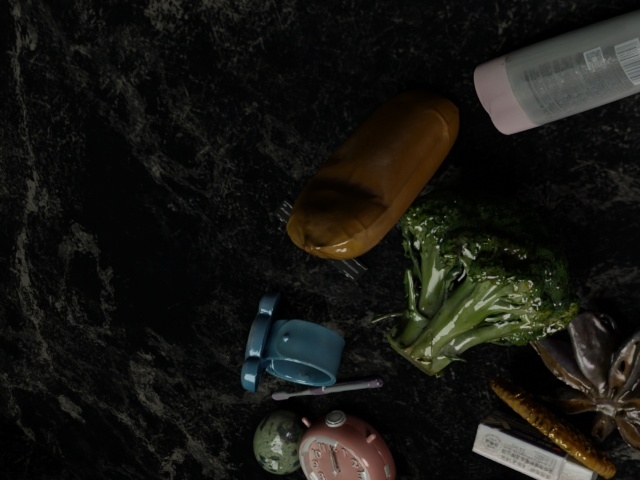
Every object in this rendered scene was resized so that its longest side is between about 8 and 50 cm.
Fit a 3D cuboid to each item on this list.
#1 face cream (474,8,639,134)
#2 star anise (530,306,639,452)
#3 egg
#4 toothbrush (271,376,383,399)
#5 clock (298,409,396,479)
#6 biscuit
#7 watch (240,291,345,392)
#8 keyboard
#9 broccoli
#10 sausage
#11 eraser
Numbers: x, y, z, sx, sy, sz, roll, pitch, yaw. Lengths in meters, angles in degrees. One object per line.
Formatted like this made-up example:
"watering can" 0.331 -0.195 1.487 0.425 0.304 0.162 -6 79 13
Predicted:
"face cream" 0.318 -0.210 1.068 0.269 0.073 0.107 -14 113 47
"star anise" 0.472 0.219 1.342 0.331 0.118 0.332 28 149 18
"egg" -0.088 0.474 2.053 0.141 0.141 0.182 28 135 15
"toothbrush" 0.010 0.325 1.916 0.354 0.029 0.024 -18 118 46
"clock" 0.065 0.484 1.951 0.227 0.142 0.241 4 121 37
"biscuit" 0.392 0.310 1.457 0.254 0.035 0.254 37 -178 -2
"watch" -0.052 0.227 1.766 0.193 0.211 0.211 13 138 5
"keyboard" 0.000 0.000 1.603 0.202 0.011 0.067 40 145 -1
"broccoli" 0.208 0.057 1.259 0.304 0.283 0.321 36 175 27
"sausage" 0.069 -0.082 1.176 0.134 0.354 0.116 26 141 20
"eraser" 0.393 0.383 1.566 0.210 0.124 0.068 19 98 24
